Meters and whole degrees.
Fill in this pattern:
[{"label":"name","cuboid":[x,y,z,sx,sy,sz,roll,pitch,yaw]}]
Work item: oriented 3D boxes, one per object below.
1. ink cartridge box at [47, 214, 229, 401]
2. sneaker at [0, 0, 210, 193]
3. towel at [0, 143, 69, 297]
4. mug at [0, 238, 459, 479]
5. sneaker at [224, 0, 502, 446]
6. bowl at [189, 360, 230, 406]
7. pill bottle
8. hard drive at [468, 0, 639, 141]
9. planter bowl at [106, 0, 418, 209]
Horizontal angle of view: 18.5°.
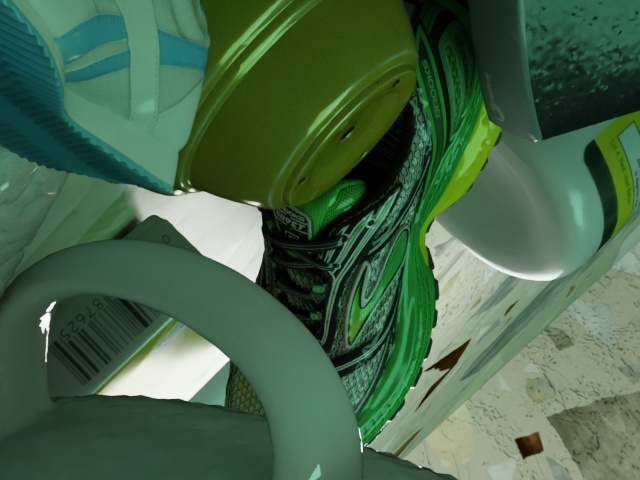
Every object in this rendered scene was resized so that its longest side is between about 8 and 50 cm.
[{"label":"ink cartridge box","cuboid":[-0.182,0.144,1.272,0.303,0.072,0.307,-45,166,-10]},{"label":"sneaker","cuboid":[-0.107,-0.091,0.739,0.228,0.087,0.092,47,57,-70]},{"label":"towel","cuboid":[-0.257,0.081,0.835,0.332,0.053,0.317,-53,167,33]},{"label":"mug","cuboid":[-0.072,0.174,0.980,0.276,0.328,0.374,-32,130,-46]},{"label":"sneaker","cuboid":[0.000,0.000,1.244,0.146,0.134,0.343,-9,121,-54]},{"label":"bowl","cuboid":[-0.082,0.121,1.579,0.142,0.053,0.142,-46,168,4]},{"label":"pill bottle","cuboid":[0.221,-0.138,1.438,0.334,0.188,0.188,-41,167,-23]},{"label":"hard drive","cuboid":[0.168,-0.171,1.102,0.172,0.054,0.254,-16,135,-9]},{"label":"planter bowl","cuboid":[-0.012,-0.083,1.049,0.217,0.090,0.217,-45,168,-12]}]
